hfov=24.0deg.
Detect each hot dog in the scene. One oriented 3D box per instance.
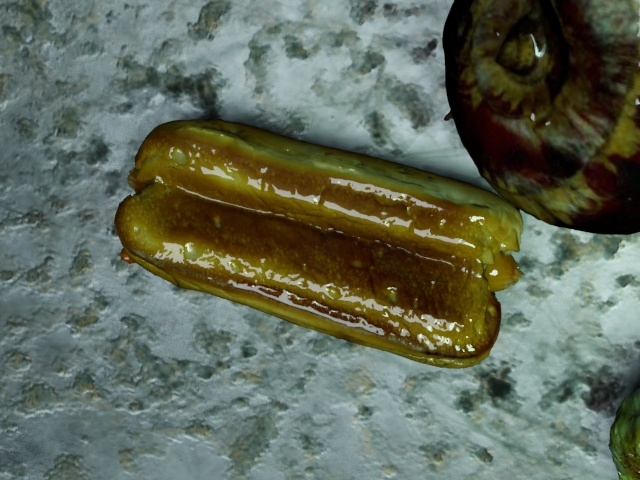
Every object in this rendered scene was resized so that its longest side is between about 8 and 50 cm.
[{"bbox_3d":[0.000,0.000,1.281,0.349,0.117,0.158,15,84,5],"label":"hot dog"}]

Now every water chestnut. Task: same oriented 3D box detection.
[{"bbox_3d":[0.248,-0.146,1.142,0.300,0.300,0.300,2,102,10],"label":"water chestnut"}]

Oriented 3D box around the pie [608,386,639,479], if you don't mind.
[{"bbox_3d":[0.372,0.201,1.230,0.277,0.078,0.277,21,140,19],"label":"pie"}]
